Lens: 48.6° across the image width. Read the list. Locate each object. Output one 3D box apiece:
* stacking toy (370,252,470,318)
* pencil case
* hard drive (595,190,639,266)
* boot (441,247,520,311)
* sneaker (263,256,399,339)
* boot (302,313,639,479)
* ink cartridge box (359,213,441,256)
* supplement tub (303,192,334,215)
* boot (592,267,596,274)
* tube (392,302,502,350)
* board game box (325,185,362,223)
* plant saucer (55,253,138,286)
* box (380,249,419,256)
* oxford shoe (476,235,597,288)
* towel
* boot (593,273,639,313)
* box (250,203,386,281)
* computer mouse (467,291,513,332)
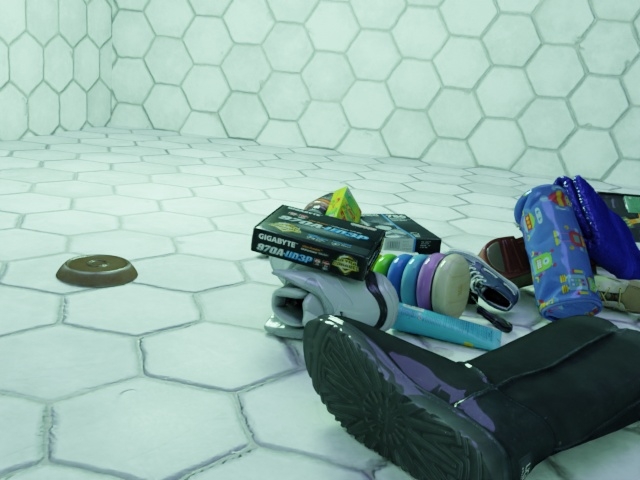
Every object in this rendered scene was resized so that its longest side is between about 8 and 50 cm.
[{"bbox_3d":[0.136,0.078,1.481,0.331,0.141,0.141,8,14,32],"label":"stacking toy"},{"bbox_3d":[0.493,0.028,1.505,0.119,0.305,0.133,22,-41,-35],"label":"pencil case"},{"bbox_3d":[0.875,-0.025,1.976,0.339,0.064,0.236,4,53,-1],"label":"hard drive"},{"bbox_3d":[0.331,0.079,1.494,0.190,0.069,0.086,31,18,16],"label":"boot"},{"bbox_3d":[-0.039,0.080,1.366,0.210,0.137,0.366,-3,20,-38],"label":"sneaker"},{"bbox_3d":[0.249,0.177,1.031,0.445,0.146,0.367,-16,37,-36],"label":"boot"},{"bbox_3d":[0.195,-0.023,1.980,0.166,0.065,0.333,0,15,-17],"label":"ink cartridge box"},{"bbox_3d":[0.011,-0.073,2.018,0.106,0.105,0.198,10,15,17],"label":"supplement tub"},{"bbox_3d":[0.638,0.054,1.835,0.152,0.072,0.197,-3,25,44],"label":"boot"},{"bbox_3d":[0.236,0.164,1.331,0.207,0.052,0.080,13,30,10],"label":"tube"},{"bbox_3d":[0.062,-0.065,1.930,0.043,0.092,0.181,-21,24,23],"label":"board game box"},{"bbox_3d":[-0.476,0.060,1.515,0.169,0.029,0.168,4,16,-1],"label":"plant saucer"},{"bbox_3d":[0.143,0.054,1.721,0.207,0.036,0.114,4,15,-4],"label":"box"},{"bbox_3d":[0.490,0.049,1.655,0.349,0.122,0.130,-1,-28,-24],"label":"oxford shoe"},{"bbox_3d":[0.671,-0.018,1.665,0.308,0.076,0.227,26,39,-42],"label":"towel"},{"bbox_3d":[0.609,0.120,1.549,0.165,0.077,0.213,-2,10,-29],"label":"boot"},{"bbox_3d":[0.000,0.000,1.341,0.221,0.051,0.175,15,21,11],"label":"box"},{"bbox_3d":[0.317,0.138,1.483,0.071,0.041,0.242,21,12,-26],"label":"computer mouse"}]
